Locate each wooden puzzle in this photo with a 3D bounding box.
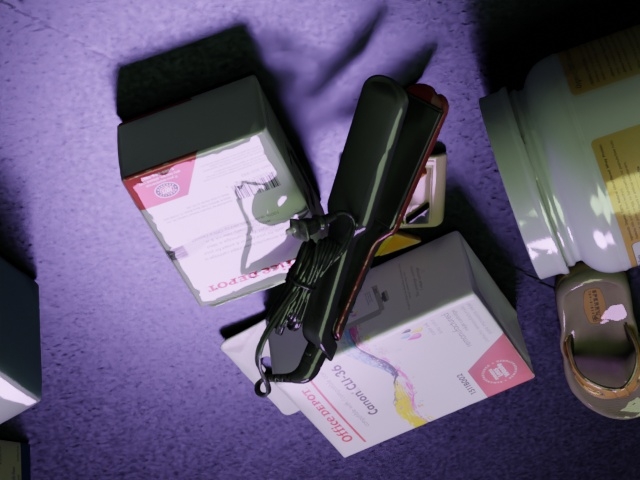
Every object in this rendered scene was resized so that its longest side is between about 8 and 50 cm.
[{"bbox_3d":[0.050,-0.030,1.188,0.078,0.014,0.116,-11,136,0],"label":"wooden puzzle"}]

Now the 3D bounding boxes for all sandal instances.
[{"bbox_3d":[0.216,0.085,1.312,0.072,0.049,0.180,-17,136,6],"label":"sandal"}]

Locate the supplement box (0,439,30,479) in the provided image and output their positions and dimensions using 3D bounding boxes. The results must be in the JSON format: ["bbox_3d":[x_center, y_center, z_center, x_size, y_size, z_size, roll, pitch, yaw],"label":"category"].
[{"bbox_3d":[-0.271,0.194,1.327,0.083,0.056,0.083,11,132,-21],"label":"supplement box"}]

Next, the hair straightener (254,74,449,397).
[{"bbox_3d":[0.000,0.000,1.113,0.089,0.047,0.230,10,112,-47],"label":"hair straightener"}]

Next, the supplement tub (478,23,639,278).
[{"bbox_3d":[0.212,-0.064,1.089,0.199,0.144,0.144,-19,136,9],"label":"supplement tub"}]

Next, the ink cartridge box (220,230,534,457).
[{"bbox_3d":[0.039,0.086,1.266,0.198,0.067,0.115,-25,135,15],"label":"ink cartridge box"}]

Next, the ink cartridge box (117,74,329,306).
[{"bbox_3d":[-0.060,-0.030,1.136,0.099,0.056,0.135,-19,136,8],"label":"ink cartridge box"}]

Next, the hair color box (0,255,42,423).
[{"bbox_3d":[-0.390,0.106,1.173,0.374,0.114,0.185,-30,133,18],"label":"hair color box"}]
